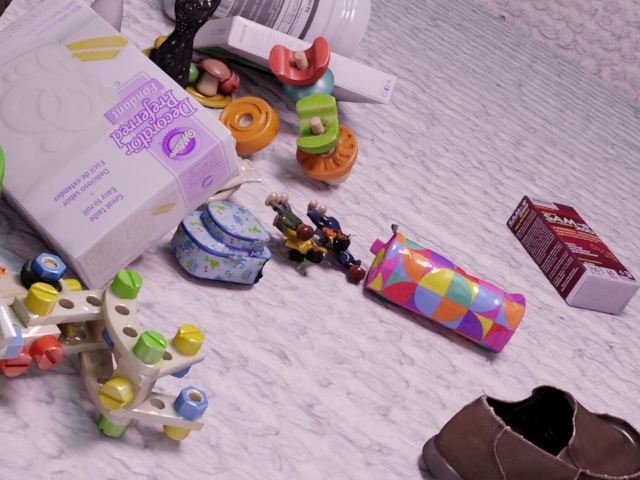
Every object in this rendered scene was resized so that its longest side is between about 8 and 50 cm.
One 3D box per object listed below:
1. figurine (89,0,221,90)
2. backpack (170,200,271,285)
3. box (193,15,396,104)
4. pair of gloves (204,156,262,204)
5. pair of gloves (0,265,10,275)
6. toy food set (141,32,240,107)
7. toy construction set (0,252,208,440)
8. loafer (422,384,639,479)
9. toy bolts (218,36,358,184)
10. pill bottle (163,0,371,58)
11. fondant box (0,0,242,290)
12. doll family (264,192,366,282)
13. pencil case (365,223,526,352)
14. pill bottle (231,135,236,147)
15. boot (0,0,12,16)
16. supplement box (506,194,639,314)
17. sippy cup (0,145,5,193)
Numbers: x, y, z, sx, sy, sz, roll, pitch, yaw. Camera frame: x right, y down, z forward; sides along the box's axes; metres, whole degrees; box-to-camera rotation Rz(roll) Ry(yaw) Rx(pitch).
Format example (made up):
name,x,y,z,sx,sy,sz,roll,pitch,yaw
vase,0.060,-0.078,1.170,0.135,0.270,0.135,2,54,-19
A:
name,x,y,z,sx,sy,sz,roll,pitch,yaw
figurine,-0.280,-0.349,1.780,0.214,0.209,0.092,31,26,3
backpack,-0.130,0.000,1.460,0.114,0.084,0.105,4,34,-37
box,-0.054,-0.321,2.025,0.322,0.059,0.232,18,0,-24
pair of gloves,-0.220,-0.137,1.626,0.204,0.042,0.240,-9,44,-39
pair of gloves,-0.387,0.019,1.240,0.083,0.010,0.074,43,18,28
toy food set,-0.201,-0.291,1.913,0.218,0.071,0.128,34,27,9
toy construction set,-0.265,0.103,1.079,0.215,0.151,0.327,48,17,30
loafer,0.297,0.253,1.389,0.365,0.130,0.134,5,35,-40
toy bolts,-0.044,-0.198,1.853,0.218,0.158,0.229,-4,59,12
pill bottle,-0.101,-0.469,2.173,0.362,0.210,0.210,17,29,-26
fondant box,-0.294,-0.131,1.369,0.238,0.096,0.330,-41,67,-17
doll family,0.000,0.000,1.604,0.193,0.076,0.111,7,29,-43
pencil case,0.179,0.072,1.631,0.236,0.104,0.104,29,26,-4
pill bottle,-0.172,-0.166,1.753,0.043,0.043,0.083,-7,44,-50
boot,-0.561,-0.316,1.368,0.284,0.377,0.138,33,-17,18
supplement box,0.449,0.023,2.013,0.130,0.073,0.239,11,31,-32
sippy cup,-0.487,-0.085,1.101,0.305,0.240,0.224,44,6,-28
